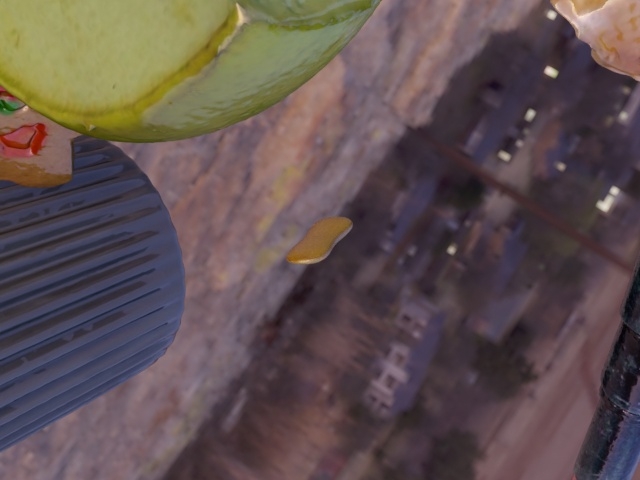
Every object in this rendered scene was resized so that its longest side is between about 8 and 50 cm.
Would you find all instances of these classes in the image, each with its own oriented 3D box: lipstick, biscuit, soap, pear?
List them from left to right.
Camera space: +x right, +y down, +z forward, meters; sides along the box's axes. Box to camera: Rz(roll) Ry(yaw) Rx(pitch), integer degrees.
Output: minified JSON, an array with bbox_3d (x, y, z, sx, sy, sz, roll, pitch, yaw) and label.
[{"bbox_3d":[-0.238,-0.116,1.165,0.212,0.041,0.238,24,132,-38],"label":"biscuit"},{"bbox_3d":[-0.080,-0.229,0.934,0.318,0.342,0.238,-20,167,-47],"label":"pear"},{"bbox_3d":[0.000,0.000,1.196,0.089,0.034,0.012,-47,134,-59],"label":"soap"},{"bbox_3d":[0.175,0.080,0.842,0.053,0.053,0.234,-38,151,-39],"label":"lipstick"}]

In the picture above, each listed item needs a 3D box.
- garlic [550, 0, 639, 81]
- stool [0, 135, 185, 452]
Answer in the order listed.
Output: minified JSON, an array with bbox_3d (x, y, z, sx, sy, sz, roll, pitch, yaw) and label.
[{"bbox_3d":[0.247,-0.189,0.898,0.164,0.145,0.245,-6,150,-32],"label":"garlic"},{"bbox_3d":[-0.317,0.053,1.355,0.330,0.297,0.297,-23,139,-45],"label":"stool"}]
